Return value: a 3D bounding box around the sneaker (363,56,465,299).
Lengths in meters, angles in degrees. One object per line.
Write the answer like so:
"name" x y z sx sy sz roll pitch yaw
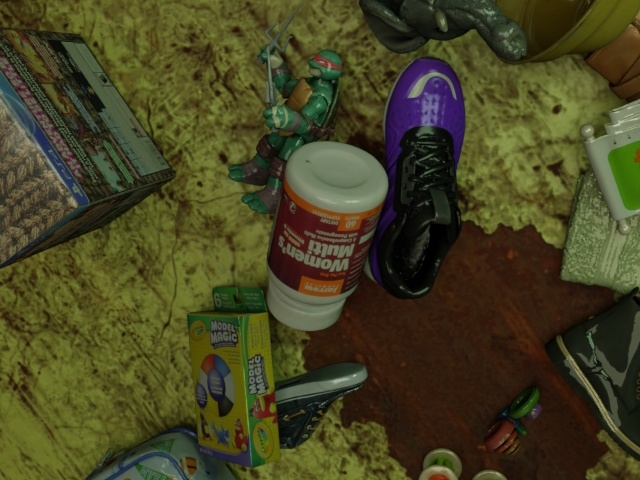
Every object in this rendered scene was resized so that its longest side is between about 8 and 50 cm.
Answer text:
"sneaker" 0.126 -0.063 1.019 0.102 0.146 0.293 5 106 -11

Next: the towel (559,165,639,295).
"towel" 0.356 -0.011 1.057 0.110 0.027 0.148 13 103 9

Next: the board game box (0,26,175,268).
"board game box" -0.339 -0.118 1.038 0.141 0.291 0.232 -33 92 15

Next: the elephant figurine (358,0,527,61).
"elephant figurine" 0.106 -0.287 0.982 0.239 0.186 0.169 43 128 -17

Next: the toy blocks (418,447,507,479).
"toy blocks" 0.182 0.331 1.095 0.123 0.148 0.054 23 104 6

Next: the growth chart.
"growth chart" 0.413 -0.105 0.958 0.237 0.021 0.172 -26 108 31

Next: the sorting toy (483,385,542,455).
"sorting toy" 0.253 0.236 1.109 0.042 0.061 0.102 43 87 0

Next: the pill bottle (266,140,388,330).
"pill bottle" 0.000 0.000 1.047 0.121 0.121 0.221 20 130 7

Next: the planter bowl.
"planter bowl" 0.291 -0.275 0.952 0.090 0.217 0.217 22 106 -22

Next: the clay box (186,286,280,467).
"clay box" -0.116 0.173 1.130 0.127 0.053 0.222 -4 92 50

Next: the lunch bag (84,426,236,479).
"lunch bag" -0.211 0.419 1.212 0.243 0.115 0.303 -33 94 18

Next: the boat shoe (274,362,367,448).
"boat shoe" -0.011 0.223 1.160 0.183 0.065 0.083 -18 97 22

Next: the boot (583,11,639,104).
"boot" 0.458 -0.238 0.960 0.220 0.109 0.283 40 115 2

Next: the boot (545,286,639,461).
"boot" 0.390 0.168 1.052 0.137 0.077 0.198 -41 91 22

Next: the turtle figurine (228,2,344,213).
"turtle figurine" -0.037 -0.156 1.050 0.118 0.175 0.234 19 114 -13
